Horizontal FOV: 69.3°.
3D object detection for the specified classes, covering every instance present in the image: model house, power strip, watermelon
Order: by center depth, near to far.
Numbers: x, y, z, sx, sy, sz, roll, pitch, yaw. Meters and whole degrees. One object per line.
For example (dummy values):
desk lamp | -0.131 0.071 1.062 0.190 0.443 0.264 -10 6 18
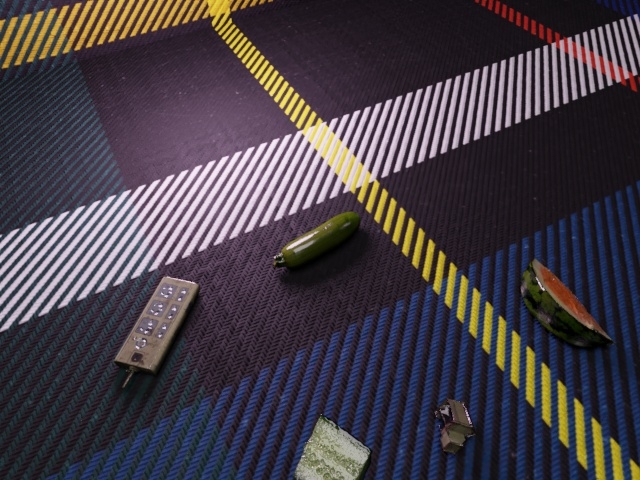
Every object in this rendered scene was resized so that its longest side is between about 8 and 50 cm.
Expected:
model house | 0.250 0.339 0.842 0.058 0.057 0.083 20 28 -15
power strip | -0.350 0.191 0.988 0.092 0.034 0.268 11 51 10
watermelon | 0.515 0.134 1.002 0.119 0.063 0.245 -4 42 -26

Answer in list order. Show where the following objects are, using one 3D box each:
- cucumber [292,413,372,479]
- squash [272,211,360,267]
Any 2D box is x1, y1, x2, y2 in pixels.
cucumber | 0.018 0.385 0.798 0.115 0.062 0.116 27 63 24
squash | 0.000 0.000 1.118 0.258 0.069 0.069 -31 56 -22
